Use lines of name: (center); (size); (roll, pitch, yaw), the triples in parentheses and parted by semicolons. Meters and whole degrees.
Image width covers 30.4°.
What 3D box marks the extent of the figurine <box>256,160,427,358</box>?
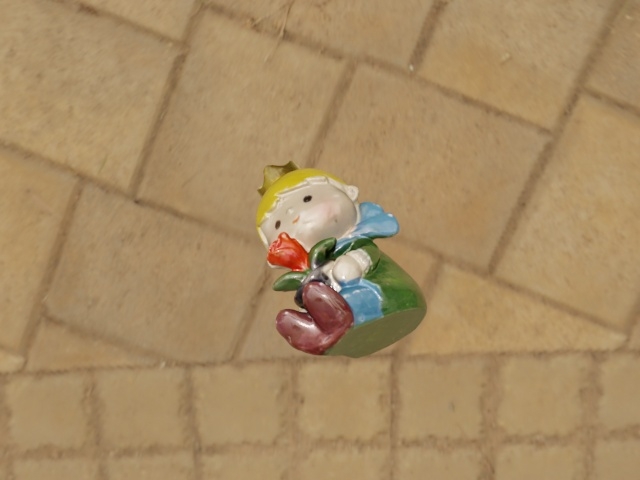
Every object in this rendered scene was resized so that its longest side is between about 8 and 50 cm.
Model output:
figurine: (-0.011, 0.009, 1.186); (0.234, 0.185, 0.127); (57, 130, 20)
